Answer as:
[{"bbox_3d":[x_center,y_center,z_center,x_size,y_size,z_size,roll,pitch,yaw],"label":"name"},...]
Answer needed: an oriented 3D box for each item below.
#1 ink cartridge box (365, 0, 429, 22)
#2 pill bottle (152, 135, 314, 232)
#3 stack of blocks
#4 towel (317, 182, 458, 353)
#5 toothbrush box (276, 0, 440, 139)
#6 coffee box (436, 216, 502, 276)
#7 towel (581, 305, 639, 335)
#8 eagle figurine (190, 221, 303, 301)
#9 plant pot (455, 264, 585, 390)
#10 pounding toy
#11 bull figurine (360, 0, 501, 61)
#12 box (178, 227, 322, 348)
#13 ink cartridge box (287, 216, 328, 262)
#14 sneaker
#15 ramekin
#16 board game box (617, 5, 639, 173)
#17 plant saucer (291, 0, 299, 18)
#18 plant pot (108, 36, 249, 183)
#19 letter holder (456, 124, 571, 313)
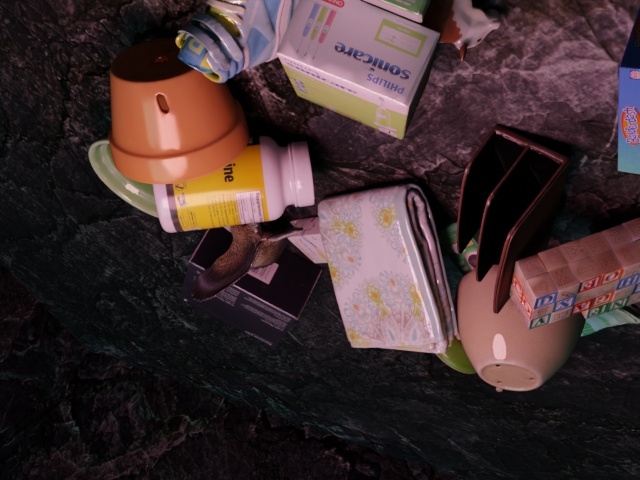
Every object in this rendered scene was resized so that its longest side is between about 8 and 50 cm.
[{"bbox_3d":[0.104,-0.419,1.041,0.154,0.213,0.093,23,-168,5],"label":"ink cartridge box"},{"bbox_3d":[-0.186,-0.128,1.719,0.333,0.188,0.188,-7,150,-3],"label":"pill bottle"},{"bbox_3d":[0.512,0.068,1.482,0.297,0.087,0.171,-18,146,-4],"label":"stack of blocks"},{"bbox_3d":[0.139,0.069,1.784,0.320,0.090,0.375,-7,98,50],"label":"towel"},{"bbox_3d":[0.063,-0.270,1.238,0.206,0.122,0.283,24,-179,6],"label":"toothbrush box"},{"bbox_3d":[0.341,0.032,1.752,0.184,0.040,0.113,51,150,-5],"label":"coffee box"},{"bbox_3d":[0.532,0.176,1.815,0.247,0.038,0.324,25,150,-26],"label":"towel"},{"bbox_3d":[-0.190,0.014,1.983,0.226,0.225,0.299,6,118,-20],"label":"eagle figurine"},{"bbox_3d":[0.417,0.207,1.686,0.283,0.191,0.284,12,147,8],"label":"plant pot"},{"bbox_3d":[0.401,0.252,2.040,0.236,0.183,0.110,29,127,-6],"label":"pounding toy"},{"bbox_3d":[0.135,-0.395,1.186,0.310,0.101,0.188,23,149,3],"label":"bull figurine"},{"bbox_3d":[-0.214,0.127,2.308,0.343,0.179,0.312,29,152,-3],"label":"box"},{"bbox_3d":[0.000,0.000,2.012,0.115,0.067,0.198,44,153,-27],"label":"ink cartridge box"},{"bbox_3d":[-0.147,-0.387,1.289,0.127,0.208,0.319,37,150,24],"label":"sneaker"},{"bbox_3d":[-0.399,-0.194,1.943,0.303,0.148,0.303,21,152,11],"label":"ramekin"},{"bbox_3d":[0.466,-0.222,1.129,0.047,0.160,0.210,11,149,28],"label":"board game box"},{"bbox_3d":[0.036,-0.373,1.374,0.194,0.037,0.195,20,151,12],"label":"plant saucer"},{"bbox_3d":[-0.305,-0.278,1.606,0.290,0.291,0.204,13,134,25],"label":"plant pot"},{"bbox_3d":[0.334,-0.025,1.498,0.152,0.214,0.302,30,156,23],"label":"letter holder"}]
